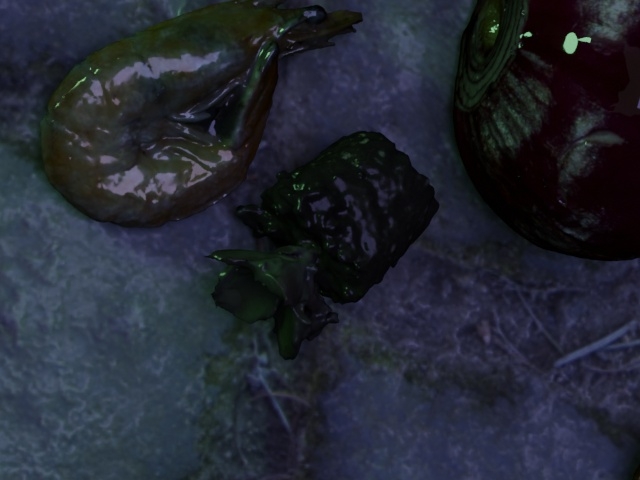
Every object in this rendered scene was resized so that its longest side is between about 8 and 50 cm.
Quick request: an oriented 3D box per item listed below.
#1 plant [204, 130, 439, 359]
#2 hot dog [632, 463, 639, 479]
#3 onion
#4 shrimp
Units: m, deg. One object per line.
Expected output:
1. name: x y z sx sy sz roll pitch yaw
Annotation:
1. plant: 0.000 0.000 1.635 0.203 0.131 0.142 -37 103 -25
2. hot dog: 0.423 0.195 1.789 0.175 0.114 0.259 46 78 -15
3. onion: 0.276 -0.151 1.668 0.282 0.260 0.336 29 82 -12
4. shrimp: -0.095 -0.119 1.639 0.317 0.077 0.168 -23 108 -13
